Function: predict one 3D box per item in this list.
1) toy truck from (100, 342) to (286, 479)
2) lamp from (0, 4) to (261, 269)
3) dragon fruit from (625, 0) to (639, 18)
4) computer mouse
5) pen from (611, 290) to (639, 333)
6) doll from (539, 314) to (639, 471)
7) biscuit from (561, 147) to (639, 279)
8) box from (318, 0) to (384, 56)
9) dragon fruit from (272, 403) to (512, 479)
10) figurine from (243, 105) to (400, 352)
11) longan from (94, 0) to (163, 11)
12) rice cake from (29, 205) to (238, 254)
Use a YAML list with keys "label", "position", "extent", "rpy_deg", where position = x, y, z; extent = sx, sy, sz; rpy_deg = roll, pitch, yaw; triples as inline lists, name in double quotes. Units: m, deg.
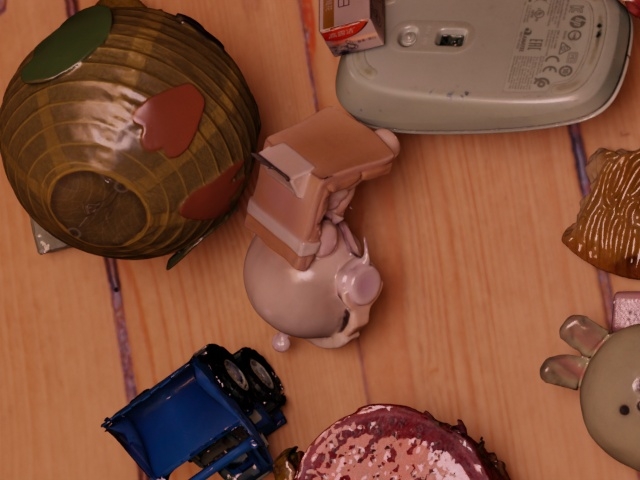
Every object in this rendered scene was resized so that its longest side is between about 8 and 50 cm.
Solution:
- label: "toy truck"
  position: [-0.107, 0.177, 1.790]
  extent: [0.113, 0.208, 0.126]
  rpy_deg: [-36, 73, 15]
- label: "lamp"
  position: [-0.177, -0.114, 1.805]
  extent: [0.250, 0.284, 0.250]
  rpy_deg: [5, 130, 7]
- label: "dragon fruit"
  position: [0.352, -0.294, 1.716]
  extent: [0.137, 0.135, 0.236]
  rpy_deg: [35, 79, 25]
- label: "computer mouse"
  position: [0.153, -0.163, 1.781]
  extent: [0.288, 0.097, 0.159]
  rpy_deg: [4, 57, 20]
- label: "pen"
  position: [0.365, 0.075, 1.721]
  extent: [0.197, 0.032, 0.053]
  rpy_deg: [3, 85, 22]
- label: "doll"
  position: [0.329, 0.165, 1.690]
  extent: [0.275, 0.113, 0.154]
  rpy_deg: [34, 107, 27]
- label: "biscuit"
  position: [0.336, -0.059, 1.744]
  extent: [0.176, 0.031, 0.228]
  rpy_deg: [33, 97, 18]
- label: "box"
  position: [0.030, -0.272, 1.819]
  extent: [0.055, 0.039, 0.218]
  rpy_deg: [-12, 50, 17]
- label: "dragon fruit"
  position: [0.092, 0.268, 1.755]
  extent: [0.282, 0.147, 0.211]
  rpy_deg: [20, 82, 18]
- label: "figurine"
  position: [-0.003, 0.002, 1.801]
  extent: [0.162, 0.141, 0.236]
  rpy_deg: [33, 130, 41]
- label: "longan"
  position: [-0.198, -0.223, 1.944]
  extent: [0.083, 0.075, 0.075]
  rpy_deg: [-32, 70, -28]
- label: "rice cake"
  position: [-0.200, -0.066, 1.936]
  extent: [0.237, 0.043, 0.127]
  rpy_deg: [-15, 79, 18]
